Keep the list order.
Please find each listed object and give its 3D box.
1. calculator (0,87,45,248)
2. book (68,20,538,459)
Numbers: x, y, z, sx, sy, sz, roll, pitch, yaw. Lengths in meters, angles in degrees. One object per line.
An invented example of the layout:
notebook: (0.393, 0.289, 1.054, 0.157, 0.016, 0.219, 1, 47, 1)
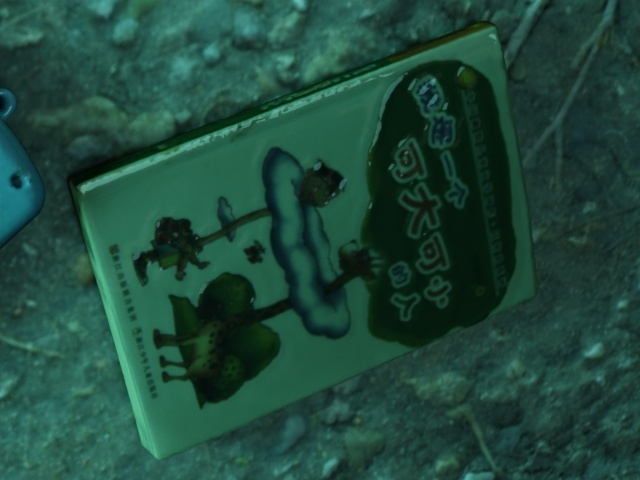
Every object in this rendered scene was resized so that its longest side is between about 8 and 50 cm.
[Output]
calculator: (-0.326, -0.008, 1.282, 0.293, 0.051, 0.173, -43, 125, -6)
book: (0.000, 0.000, 1.476, 0.371, 0.043, 0.260, -23, 121, -18)
